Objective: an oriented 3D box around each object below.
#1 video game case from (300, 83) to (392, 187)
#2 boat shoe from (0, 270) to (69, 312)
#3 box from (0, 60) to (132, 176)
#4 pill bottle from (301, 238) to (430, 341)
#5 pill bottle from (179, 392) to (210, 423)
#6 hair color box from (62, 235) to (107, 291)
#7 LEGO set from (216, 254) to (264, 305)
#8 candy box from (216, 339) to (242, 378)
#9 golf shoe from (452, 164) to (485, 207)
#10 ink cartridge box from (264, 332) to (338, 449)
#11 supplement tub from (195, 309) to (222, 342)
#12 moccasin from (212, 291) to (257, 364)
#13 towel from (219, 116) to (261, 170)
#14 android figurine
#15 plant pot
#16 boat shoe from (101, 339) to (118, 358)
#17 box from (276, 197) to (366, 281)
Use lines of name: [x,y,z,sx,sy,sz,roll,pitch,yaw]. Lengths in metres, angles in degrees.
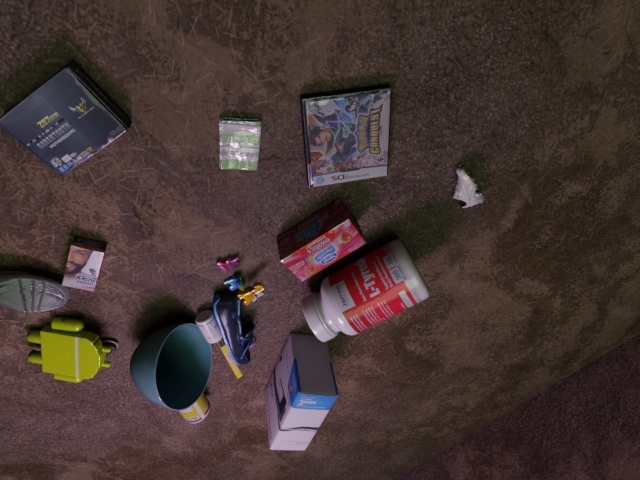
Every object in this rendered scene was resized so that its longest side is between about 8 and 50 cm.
video game case: [0.076,-0.290,1.235,0.248,0.035,0.275,-9,130,-6]
boat shoe: [-0.935,0.142,1.301,0.320,0.103,0.118,5,108,-24]
box: [-0.614,-0.288,1.050,0.232,0.059,0.183,-30,128,11]
pill bottle: [0.150,0.185,1.507,0.407,0.229,0.229,-30,129,10]
pill bottle: [-0.541,0.647,1.776,0.119,0.119,0.209,-14,130,-3]
hair color box: [-0.718,0.073,1.317,0.093,0.053,0.167,16,121,-24]
LEGO set: [-0.247,0.143,1.468,0.093,0.087,0.227,-27,130,8]
candy box: [-0.360,0.435,1.662,0.027,0.105,0.206,-29,133,-18]
golf shoe: [0.469,-0.167,1.414,0.086,0.069,0.176,-30,128,18]
ink cartridge box: [-0.092,0.616,1.754,0.166,0.286,0.395,10,124,-19]
supplement tub: [-0.401,0.311,1.565,0.070,0.071,0.107,-18,122,1]
moccasin: [-0.293,0.331,1.576,0.116,0.138,0.342,-16,131,-7]
towel: [-0.222,-0.262,1.192,0.113,0.023,0.152,1,128,-13]
android figurine: [-0.854,0.379,1.477,0.272,0.056,0.249,8,110,-2]
plant pot: [-0.552,0.438,1.532,0.195,0.290,0.290,-3,134,23]
boat shoe: [-0.833,0.436,1.567,0.227,0.069,0.081,-29,128,9]
box: [0.000,0.000,1.390,0.256,0.123,0.128,-31,129,11]
